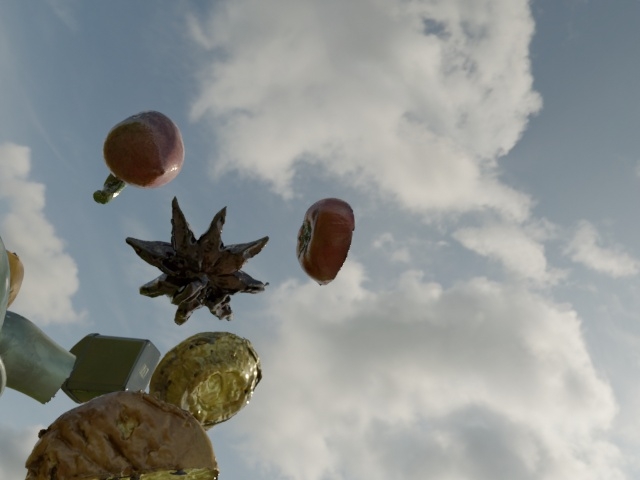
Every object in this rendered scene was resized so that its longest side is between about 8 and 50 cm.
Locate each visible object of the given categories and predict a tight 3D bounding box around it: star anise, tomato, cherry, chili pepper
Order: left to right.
[{"bbox_3d":[-0.630,-0.189,1.887,0.072,0.204,0.073,-5,-45,25],"label":"chili pepper"},{"bbox_3d":[-0.496,-0.246,1.745,0.239,0.239,0.206,46,-21,10],"label":"cherry"},{"bbox_3d":[-0.216,0.057,1.066,0.271,0.103,0.272,-2,-61,-3],"label":"star anise"},{"bbox_3d":[-0.001,-0.002,1.477,0.084,0.225,0.225,15,-34,-23],"label":"tomato"}]

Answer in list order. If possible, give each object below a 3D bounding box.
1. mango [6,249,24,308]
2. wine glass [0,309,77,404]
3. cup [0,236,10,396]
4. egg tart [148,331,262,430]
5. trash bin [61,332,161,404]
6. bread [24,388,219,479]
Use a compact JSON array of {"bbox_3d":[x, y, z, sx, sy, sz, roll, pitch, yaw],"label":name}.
[{"bbox_3d":[-0.675,0.138,1.046,0.144,0.359,0.187,50,-26,-8],"label":"mango"},{"bbox_3d":[-0.430,0.135,0.804,0.202,0.093,0.092,42,-40,-22],"label":"wine glass"},{"bbox_3d":[-0.324,0.028,0.472,0.198,0.150,0.199,0,-45,0],"label":"cup"},{"bbox_3d":[-0.258,0.340,1.418,0.095,0.278,0.279,41,-39,53],"label":"egg tart"},{"bbox_3d":[-0.552,0.334,1.565,0.236,0.177,0.101,-1,-45,22],"label":"trash bin"},{"bbox_3d":[-0.285,0.309,0.892,0.160,0.260,0.147,99,-19,-53],"label":"bread"}]
